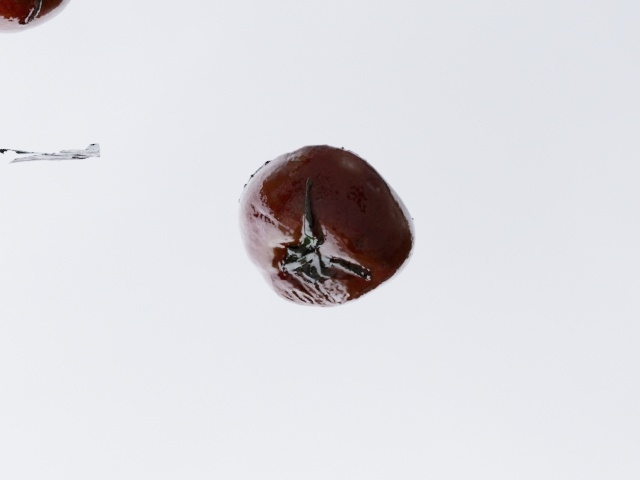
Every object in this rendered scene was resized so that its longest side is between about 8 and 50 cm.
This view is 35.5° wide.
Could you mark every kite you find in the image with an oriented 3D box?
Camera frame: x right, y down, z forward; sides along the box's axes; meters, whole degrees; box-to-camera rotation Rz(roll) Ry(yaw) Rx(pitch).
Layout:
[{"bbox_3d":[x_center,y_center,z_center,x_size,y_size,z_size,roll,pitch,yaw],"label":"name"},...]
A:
[{"bbox_3d":[-0.297,-0.095,1.108,0.156,0.139,0.011,-3,-96,-63],"label":"kite"}]

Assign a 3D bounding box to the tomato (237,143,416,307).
[{"bbox_3d":[0.001,0.003,1.224,0.228,0.228,0.101,21,-137,-7],"label":"tomato"}]

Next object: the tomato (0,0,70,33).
[{"bbox_3d":[-0.346,-0.324,1.107,0.151,0.187,0.187,17,-133,39],"label":"tomato"}]
